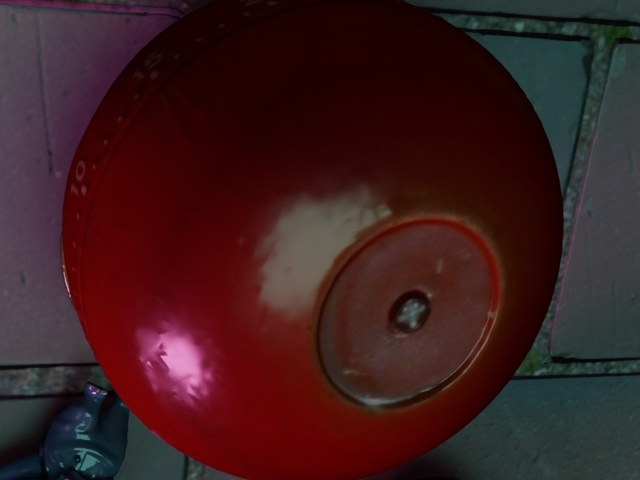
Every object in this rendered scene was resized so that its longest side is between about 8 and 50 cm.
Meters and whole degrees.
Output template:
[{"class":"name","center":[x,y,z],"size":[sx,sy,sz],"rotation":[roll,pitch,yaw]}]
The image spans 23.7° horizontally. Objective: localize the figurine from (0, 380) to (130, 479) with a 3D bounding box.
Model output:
[{"class":"figurine","center":[-0.200,0.207,1.250],"size":[0.114,0.144,0.178],"rotation":[25,89,-41]}]

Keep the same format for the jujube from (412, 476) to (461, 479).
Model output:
[{"class":"jujube","center":[0.074,0.334,1.412],"size":[0.255,0.190,0.190],"rotation":[-32,122,12]}]

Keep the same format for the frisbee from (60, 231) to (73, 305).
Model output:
[{"class":"frisbee","center":[-0.102,0.001,1.271],"size":[0.236,0.017,0.236],"rotation":[-8,114,-19]}]

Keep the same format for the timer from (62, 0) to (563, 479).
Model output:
[{"class":"timer","center":[0.000,0.000,1.145],"size":[0.378,0.279,0.378],"rotation":[-10,116,-22]}]
